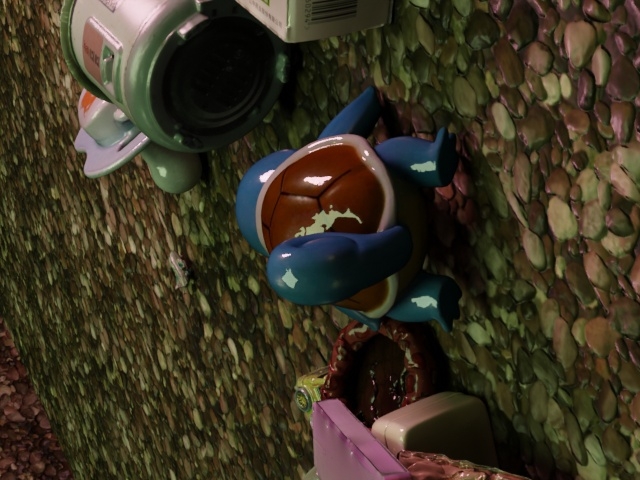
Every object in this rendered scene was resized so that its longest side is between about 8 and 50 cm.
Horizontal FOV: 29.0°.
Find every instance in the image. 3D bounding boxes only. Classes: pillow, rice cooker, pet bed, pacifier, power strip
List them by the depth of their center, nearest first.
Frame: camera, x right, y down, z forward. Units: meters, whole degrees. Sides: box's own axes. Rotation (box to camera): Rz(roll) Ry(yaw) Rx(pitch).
[{"bbox_3d":[0.186,0.304,1.334,0.232,0.043,0.126,10,104,24],"label":"pillow"},{"bbox_3d":[0.045,0.272,1.423,0.279,0.037,0.109,-145,51,-69],"label":"power strip"},{"bbox_3d":[0.076,0.180,1.560,0.201,0.053,0.201,-12,74,49],"label":"pet bed"},{"bbox_3d":[-0.200,-0.275,1.678,0.316,0.264,0.317,39,138,46],"label":"rice cooker"},{"bbox_3d":[-0.271,-0.176,2.006,0.233,0.244,0.299,52,-179,-29],"label":"pacifier"}]

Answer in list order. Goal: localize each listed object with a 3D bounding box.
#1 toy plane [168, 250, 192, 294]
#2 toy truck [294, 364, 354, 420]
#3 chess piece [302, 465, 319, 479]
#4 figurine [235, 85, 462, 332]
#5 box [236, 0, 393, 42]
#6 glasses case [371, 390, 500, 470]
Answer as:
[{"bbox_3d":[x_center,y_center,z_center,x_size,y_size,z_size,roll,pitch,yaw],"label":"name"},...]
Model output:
[{"bbox_3d":[-0.252,0.054,2.237,0.080,0.033,0.083,114,141,-55],"label":"toy plane"},{"bbox_3d":[0.047,0.262,1.689,0.116,0.085,0.191,-20,87,55],"label":"toy truck"},{"bbox_3d":[0.035,0.407,1.519,0.299,0.194,0.195,-62,-31,-67],"label":"chess piece"},{"bbox_3d":[0.040,-0.006,1.414,0.416,0.243,0.298,-127,26,-73],"label":"figurine"},{"bbox_3d":[-0.051,-0.381,1.450,0.333,0.145,0.173,47,141,45],"label":"box"},{"bbox_3d":[0.155,0.343,1.455,0.070,0.131,0.313,-1,104,58],"label":"glasses case"}]
